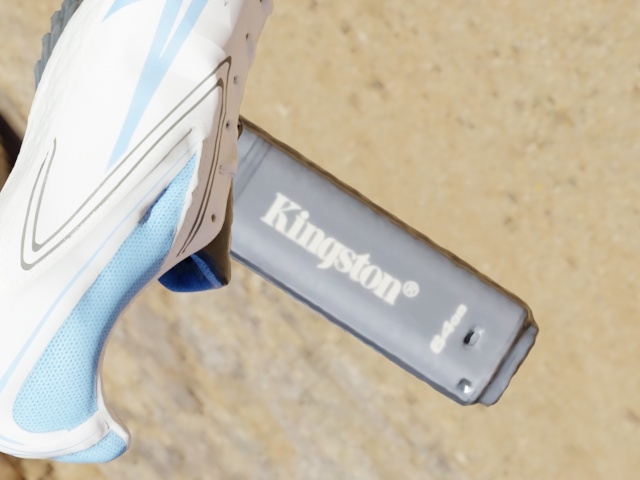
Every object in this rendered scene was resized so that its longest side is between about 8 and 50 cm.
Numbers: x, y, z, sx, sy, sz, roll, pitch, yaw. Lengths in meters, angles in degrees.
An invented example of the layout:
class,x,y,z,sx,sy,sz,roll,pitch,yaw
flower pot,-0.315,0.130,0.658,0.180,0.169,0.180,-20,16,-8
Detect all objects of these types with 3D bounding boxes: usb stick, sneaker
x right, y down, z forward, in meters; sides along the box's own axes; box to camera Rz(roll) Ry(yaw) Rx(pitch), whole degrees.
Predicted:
class,x,y,z,sx,sy,sz,roll,pitch,yaw
usb stick,0.000,0.000,1.042,0.278,0.077,0.045,33,166,-2
sneaker,-0.055,-0.038,0.579,0.086,0.237,0.085,31,161,-20
